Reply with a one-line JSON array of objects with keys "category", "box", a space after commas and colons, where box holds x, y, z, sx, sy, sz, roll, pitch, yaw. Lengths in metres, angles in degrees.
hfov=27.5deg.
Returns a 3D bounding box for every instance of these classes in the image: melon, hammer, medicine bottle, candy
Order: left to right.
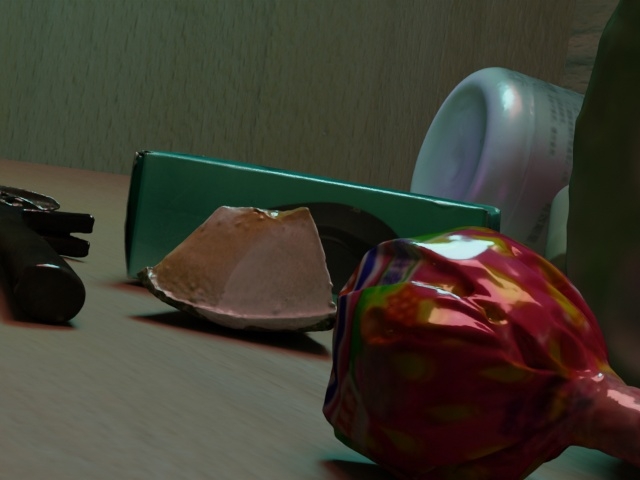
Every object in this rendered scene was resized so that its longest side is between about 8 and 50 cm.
[{"category": "hammer", "box": [-0.246, 0.009, 1.053, 0.168, 0.044, 0.440, 6, 5, -18]}, {"category": "melon", "box": [-0.069, 0.020, 0.977, 0.139, 0.093, 0.202, -1, 3, -23]}, {"category": "medicine bottle", "box": [0.297, -0.051, 1.599, 0.324, 0.256, 0.256, 16, 2, -17]}, {"category": "candy", "box": [0.158, 0.095, 0.529, 0.365, 0.124, 0.124, 24, 12, 33]}]

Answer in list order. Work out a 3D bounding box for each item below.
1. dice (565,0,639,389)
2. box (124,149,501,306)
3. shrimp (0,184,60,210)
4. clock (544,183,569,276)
[{"category": "dice", "box": [0.332, -0.015, 0.662, 0.330, 0.322, 0.318, 8, 3, -27]}, {"category": "box", "box": [0.000, 0.000, 1.182, 0.311, 0.118, 0.205, 11, 2, 9]}, {"category": "shrimp", "box": [-0.412, -0.037, 1.277, 0.296, 0.058, 0.169, 6, 11, 2]}, {"category": "clock", "box": [0.374, -0.004, 1.129, 0.284, 0.114, 0.309, 21, -31, -14]}]
